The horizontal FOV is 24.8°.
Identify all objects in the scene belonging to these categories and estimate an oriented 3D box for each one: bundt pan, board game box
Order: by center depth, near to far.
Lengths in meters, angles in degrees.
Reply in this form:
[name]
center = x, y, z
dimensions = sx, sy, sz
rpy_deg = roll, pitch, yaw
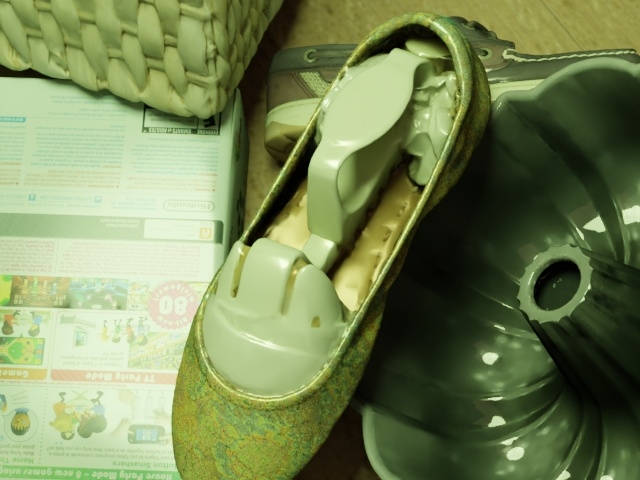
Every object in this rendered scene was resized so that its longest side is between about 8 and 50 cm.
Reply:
[bundt pan]
center = 0.181, 0.052, 0.929
dimensions = 0.330, 0.124, 0.331
rpy_deg = -25, 48, 31
[board game box]
center = -0.172, 0.043, 1.020
dimensions = 0.224, 0.097, 0.303
rpy_deg = 2, 70, 3

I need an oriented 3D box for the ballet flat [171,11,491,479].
[ballet flat]
center = 0.000, 0.000, 0.920
dimensions = 0.123, 0.123, 0.349
rpy_deg = 28, 74, 11

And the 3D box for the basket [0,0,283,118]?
[basket]
center = -0.171, -0.301, 0.985
dimensions = 0.328, 0.331, 0.266
rpy_deg = 15, 54, 11

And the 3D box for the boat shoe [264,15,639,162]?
[boat shoe]
center = 0.097, -0.119, 1.066
dimensions = 0.285, 0.103, 0.092
rpy_deg = -8, 75, 5
